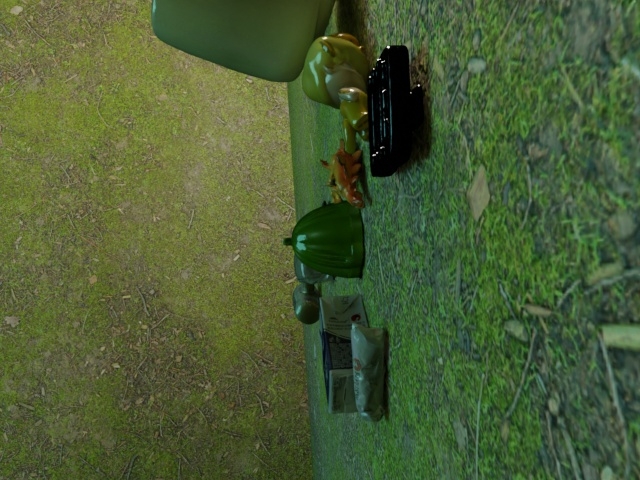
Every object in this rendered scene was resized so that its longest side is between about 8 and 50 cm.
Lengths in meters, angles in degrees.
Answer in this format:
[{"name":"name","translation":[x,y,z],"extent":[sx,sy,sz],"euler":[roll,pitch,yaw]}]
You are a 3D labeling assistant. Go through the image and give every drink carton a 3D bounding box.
[{"name":"drink carton","translation":[0.055,0.237,1.111],"extent":[0.222,0.102,0.134],"euler":[-98,5,-50]}]

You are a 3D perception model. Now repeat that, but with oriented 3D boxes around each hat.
[{"name":"hat","translation":[-0.028,0.008,1.619],"extent":[0.214,0.149,0.244],"euler":[-105,2,-59]}]

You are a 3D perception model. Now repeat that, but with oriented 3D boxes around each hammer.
[{"name":"hammer","translation":[-0.046,0.155,1.997],"extent":[0.202,0.113,0.305],"euler":[-114,27,-65]}]

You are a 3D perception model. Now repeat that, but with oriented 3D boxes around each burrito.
[{"name":"burrito","translation":[0.090,0.243,0.953],"extent":[0.064,0.064,0.203],"euler":[-115,20,-73]}]

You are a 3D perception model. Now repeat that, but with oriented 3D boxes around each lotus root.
[{"name":"lotus root","translation":[0.000,0.000,1.152],"extent":[0.186,0.186,0.186],"euler":[176,90,-84]}]

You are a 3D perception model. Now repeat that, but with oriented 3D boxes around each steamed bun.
[{"name":"steamed bun","translation":[-0.157,-0.525,1.091],"extent":[0.289,0.372,0.455],"euler":[111,171,-48]}]

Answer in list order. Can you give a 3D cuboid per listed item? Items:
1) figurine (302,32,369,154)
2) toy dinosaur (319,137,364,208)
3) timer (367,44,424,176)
[{"name":"figurine","translation":[0.040,-0.269,0.908],"extent":[0.156,0.131,0.246],"euler":[41,-157,-47]},{"name":"toy dinosaur","translation":[0.049,-0.154,1.090],"extent":[0.288,0.071,0.117],"euler":[-111,29,-57]},{"name":"timer","translation":[0.097,-0.167,0.709],"extent":[0.187,0.055,0.143],"euler":[180,88,-88]}]
